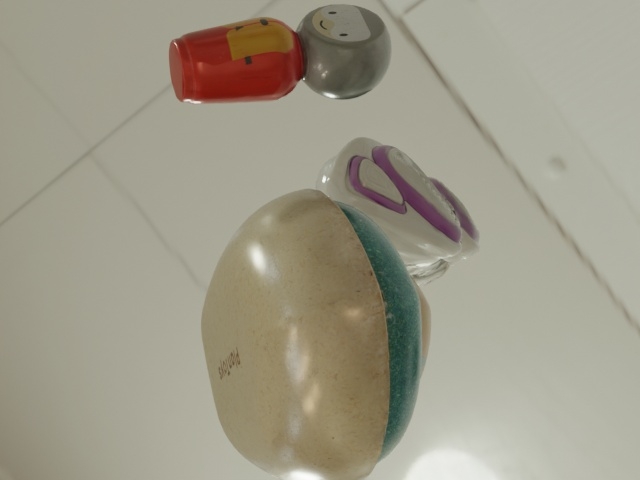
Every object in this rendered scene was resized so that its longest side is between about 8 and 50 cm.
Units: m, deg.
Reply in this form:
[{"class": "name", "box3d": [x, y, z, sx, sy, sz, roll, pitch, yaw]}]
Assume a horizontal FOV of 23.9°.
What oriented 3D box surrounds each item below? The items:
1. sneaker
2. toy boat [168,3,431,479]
[{"class": "sneaker", "box3d": [0.045, 0.006, 1.269, 0.114, 0.152, 0.305, 56, -171, 17]}, {"class": "toy boat", "box3d": [0.000, 0.000, 0.988, 0.148, 0.267, 0.318, -9, -97, -17]}]
